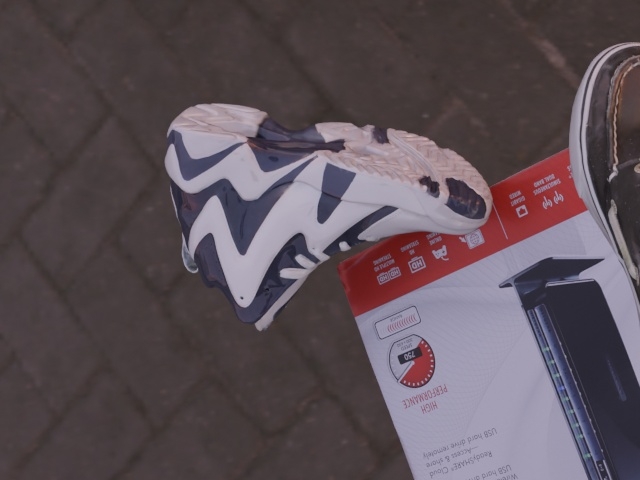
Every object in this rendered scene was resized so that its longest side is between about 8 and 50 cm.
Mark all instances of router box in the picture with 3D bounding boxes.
[{"bbox_3d":[0.203,0.091,1.056,0.335,0.082,0.301,-28,78,37],"label":"router box"}]

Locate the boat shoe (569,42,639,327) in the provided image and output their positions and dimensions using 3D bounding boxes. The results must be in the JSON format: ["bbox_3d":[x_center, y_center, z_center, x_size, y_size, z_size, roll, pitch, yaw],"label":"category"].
[{"bbox_3d":[0.166,-0.005,0.680,0.078,0.070,0.219,-9,63,-3],"label":"boat shoe"}]

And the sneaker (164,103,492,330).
[{"bbox_3d":[0.000,0.000,1.087,0.235,0.094,0.153,10,116,10],"label":"sneaker"}]
